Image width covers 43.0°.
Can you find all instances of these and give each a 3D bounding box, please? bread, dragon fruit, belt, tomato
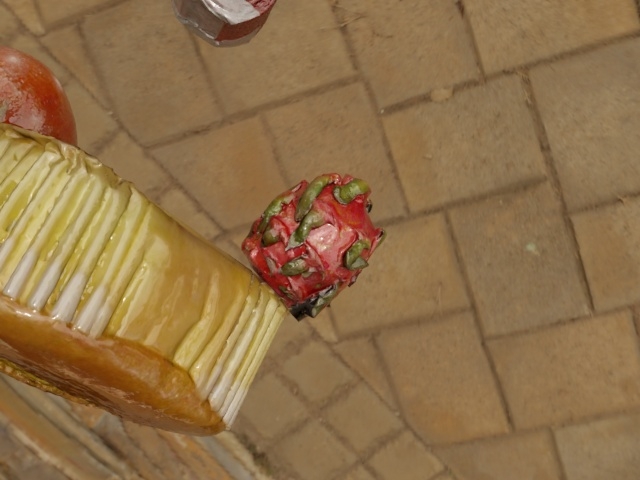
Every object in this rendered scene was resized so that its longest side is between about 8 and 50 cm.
[{"bbox_3d":[-0.168,0.049,0.622,0.204,0.288,0.156,14,69,36],"label":"bread"},{"bbox_3d":[0.000,0.000,0.989,0.172,0.160,0.166,-40,140,-7],"label":"dragon fruit"},{"bbox_3d":[-0.115,-0.336,0.971,0.127,0.124,0.201,-4,84,-19],"label":"belt"},{"bbox_3d":[-0.370,-0.093,0.898,0.095,0.236,0.237,46,117,40],"label":"tomato"}]
